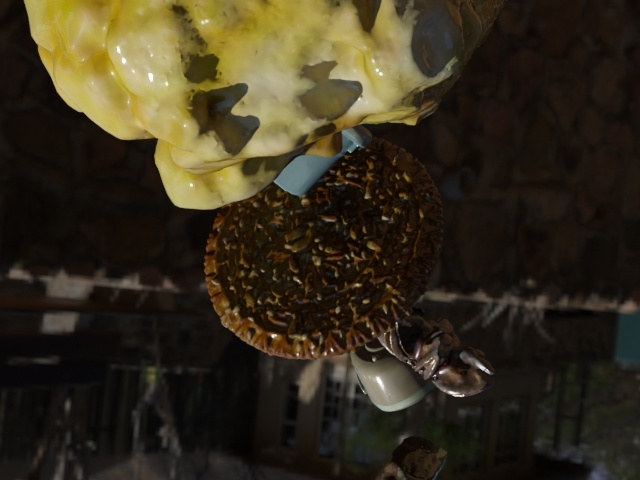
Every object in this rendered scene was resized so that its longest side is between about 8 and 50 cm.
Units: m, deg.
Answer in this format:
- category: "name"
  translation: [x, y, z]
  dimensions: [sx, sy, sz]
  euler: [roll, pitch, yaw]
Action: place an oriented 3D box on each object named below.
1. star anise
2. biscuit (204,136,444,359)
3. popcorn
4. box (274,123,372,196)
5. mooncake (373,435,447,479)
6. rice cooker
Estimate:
- category: "star anise"
  translation: [0.168, 0.158, 1.789]
  dimensions: [0.229, 0.093, 0.236]
  euler: [33, -173, 15]
- category: "biscuit"
  translation: [0.000, 0.000, 1.396]
  dimensions: [0.305, 0.305, 0.038]
  euler: [6, 156, 25]
- category: "popcorn"
  translation: [-0.036, -0.230, 0.897]
  dimensions: [0.344, 0.390, 0.354]
  euler: [-4, 160, 42]
- category: "box"
  translation: [-0.057, -0.163, 1.313]
  dimensions: [0.227, 0.130, 0.162]
  euler: [39, -168, -16]
- category: "mooncake"
  translation: [0.108, 0.340, 1.614]
  dimensions: [0.073, 0.130, 0.125]
  euler: [31, -153, 6]
- category: "rice cooker"
  translation: [0.128, 0.211, 2.028]
  dimensions: [0.145, 0.127, 0.206]
  euler: [-31, -158, -3]
